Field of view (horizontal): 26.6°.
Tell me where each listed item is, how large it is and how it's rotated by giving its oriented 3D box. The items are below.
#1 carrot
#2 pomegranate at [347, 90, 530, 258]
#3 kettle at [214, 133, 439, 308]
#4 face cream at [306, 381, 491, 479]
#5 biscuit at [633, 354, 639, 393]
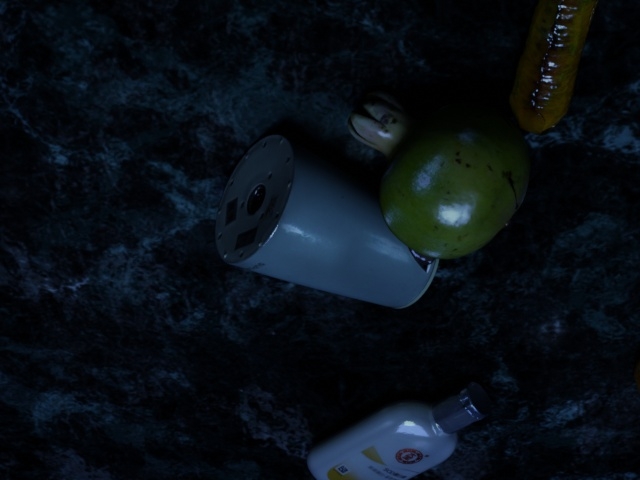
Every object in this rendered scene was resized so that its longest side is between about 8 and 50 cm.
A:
[{"bbox_3d":[0.255,-0.222,1.421,0.070,0.070,0.260,6,135,-6],"label":"carrot"},{"bbox_3d":[0.126,-0.070,1.508,0.210,0.179,0.179,9,137,2],"label":"pomegranate"},{"bbox_3d":[0.000,0.000,1.619,0.243,0.160,0.210,24,151,-31],"label":"kettle"},{"bbox_3d":[0.122,0.290,1.971,0.291,0.071,0.144,-33,128,30],"label":"face cream"},{"bbox_3d":[0.610,0.180,1.864,0.359,0.046,0.359,1,137,1],"label":"biscuit"}]
